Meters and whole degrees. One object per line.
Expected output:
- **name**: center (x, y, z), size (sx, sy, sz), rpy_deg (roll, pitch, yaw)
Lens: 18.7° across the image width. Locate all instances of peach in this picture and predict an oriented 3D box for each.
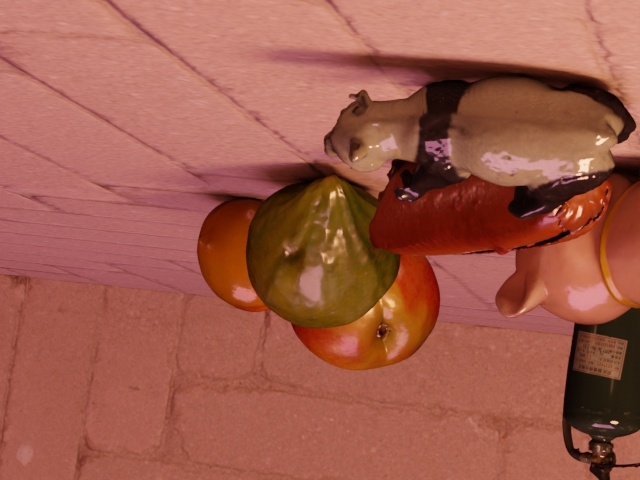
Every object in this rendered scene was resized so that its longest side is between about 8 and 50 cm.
- **peach**: center (0.047, 0.061, 2.346), size (0.190, 0.190, 0.192), rpy_deg (12, -155, -35)
- **peach**: center (-0.083, 0.018, 2.290), size (0.138, 0.138, 0.138), rpy_deg (7, 174, 1)

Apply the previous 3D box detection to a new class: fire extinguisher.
- **fire extinguisher**: center (0.324, 0.141, 2.178), size (0.118, 0.294, 0.093), rpy_deg (3, 173, 39)

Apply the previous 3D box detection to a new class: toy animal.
- **toy animal**: center (0.114, -0.074, 1.416), size (0.225, 0.094, 0.121), rpy_deg (7, 172, 10)
- **toy animal**: center (0.290, 0.004, 1.724), size (0.248, 0.149, 0.165), rpy_deg (-16, 154, 40)

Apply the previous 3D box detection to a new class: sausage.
- **sausage**: center (0.144, -0.034, 1.707), size (0.102, 0.102, 0.330), rpy_deg (10, 173, -26)

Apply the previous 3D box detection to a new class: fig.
- **fig**: center (0.003, 0.015, 2.037), size (0.167, 0.167, 0.233), rpy_deg (7, -179, 0)
